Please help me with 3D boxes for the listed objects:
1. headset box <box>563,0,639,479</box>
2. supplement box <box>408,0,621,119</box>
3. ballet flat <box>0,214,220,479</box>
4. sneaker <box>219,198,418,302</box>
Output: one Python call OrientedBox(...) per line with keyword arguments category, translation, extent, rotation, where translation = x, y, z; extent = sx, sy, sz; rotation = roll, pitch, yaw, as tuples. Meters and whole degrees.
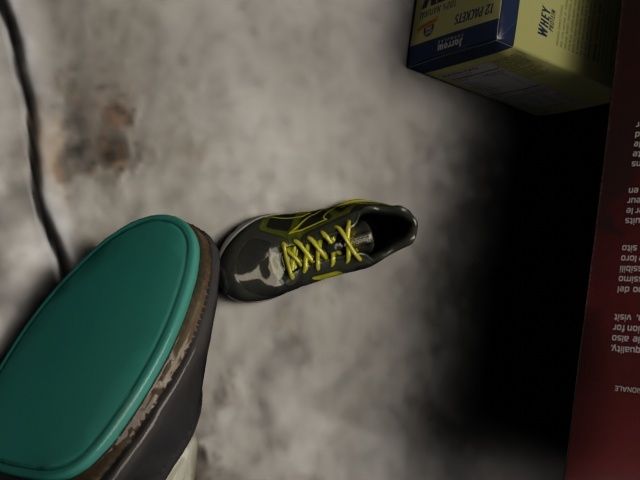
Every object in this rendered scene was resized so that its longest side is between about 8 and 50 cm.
OrientedBox(category="headset box", translation=(0.203, 0.003, 0.467), extent=(0.218, 0.110, 0.293), rotation=(24, 72, -52))
OrientedBox(category="supplement box", translation=(0.090, -0.104, 0.471), extent=(0.083, 0.056, 0.083), rotation=(14, 79, -32))
OrientedBox(category="ballet flat", translation=(-0.083, 0.086, 0.342), extent=(0.074, 0.074, 0.203), rotation=(42, 59, -23))
OrientedBox(category="sneaker", translation=(0.000, 0.000, 0.416), extent=(0.083, 0.035, 0.031), rotation=(-22, 97, -32))
